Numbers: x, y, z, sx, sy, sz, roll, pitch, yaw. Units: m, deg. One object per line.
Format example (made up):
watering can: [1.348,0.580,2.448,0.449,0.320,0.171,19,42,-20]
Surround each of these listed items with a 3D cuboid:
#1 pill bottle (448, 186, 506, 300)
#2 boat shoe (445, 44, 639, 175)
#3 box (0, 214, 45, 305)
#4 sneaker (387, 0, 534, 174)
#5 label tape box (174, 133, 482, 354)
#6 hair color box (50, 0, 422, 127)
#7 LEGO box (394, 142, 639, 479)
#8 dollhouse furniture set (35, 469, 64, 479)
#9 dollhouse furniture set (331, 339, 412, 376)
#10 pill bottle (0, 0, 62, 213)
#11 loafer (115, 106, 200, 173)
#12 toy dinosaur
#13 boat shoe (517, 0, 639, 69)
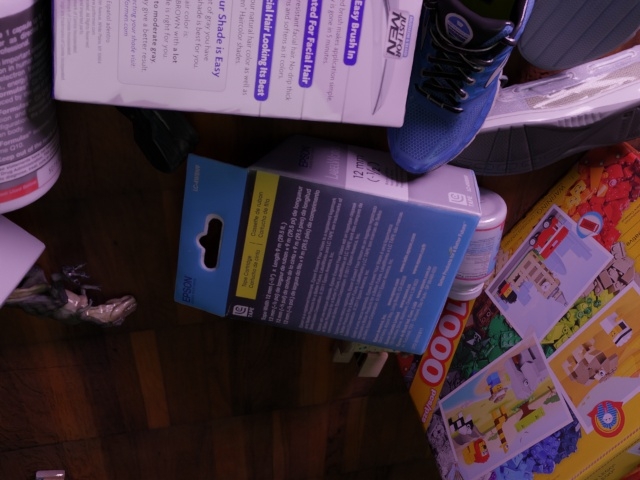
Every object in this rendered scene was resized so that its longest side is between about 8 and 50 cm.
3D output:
pill bottle: [0.212,0.008,0.995,0.087,0.087,0.160,-8,132,-9]
boat shoe: [0.289,-0.166,0.870,0.320,0.103,0.118,-15,152,4]
box: [-0.501,0.120,0.775,0.168,0.215,0.345,37,114,-16]
sneaker: [0.141,-0.213,0.719,0.129,0.147,0.330,27,121,12]
label tape box: [0.000,0.000,0.898,0.347,0.115,0.249,12,128,-3]
hair color box: [-0.077,-0.220,0.668,0.338,0.110,0.185,2,110,-16]
LEGO box: [0.372,0.162,0.985,0.193,0.372,0.500,22,121,-30]
dollhouse furniture set: [-0.596,0.538,1.151,0.303,0.198,0.286,5,128,-19]
dollhouse furniture set: [0.033,0.164,1.070,0.181,0.101,0.161,5,129,-20]
pill bottle: [-0.329,-0.176,0.626,0.161,0.161,0.283,-1,130,-15]
loafer: [-0.191,-0.158,0.763,0.061,0.062,0.170,-46,132,-28]
toy dinosaur: [-0.364,0.060,0.895,0.268,0.064,0.118,13,132,-22]
boat shoe: [0.323,-0.294,0.724,0.109,0.094,0.302,31,149,-9]
